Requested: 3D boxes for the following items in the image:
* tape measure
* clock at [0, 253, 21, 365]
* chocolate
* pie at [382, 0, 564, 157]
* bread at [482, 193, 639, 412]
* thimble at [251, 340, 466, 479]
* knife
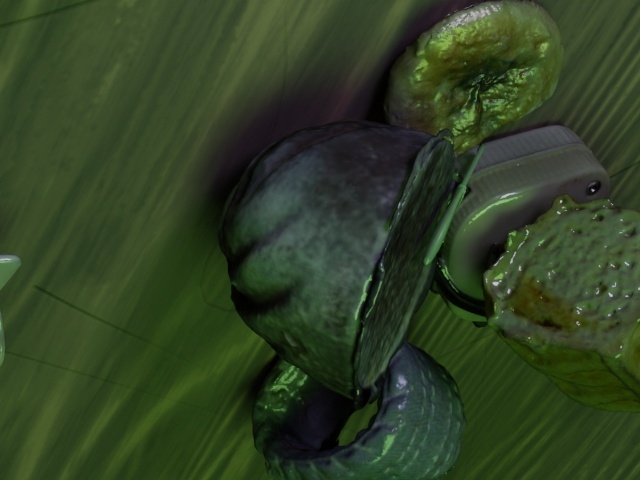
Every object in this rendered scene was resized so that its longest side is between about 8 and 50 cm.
[{"bbox_3d":[0.222,0.016,1.716,0.231,0.133,0.271,-18,138,-14],"label":"tape measure"},{"bbox_3d":[-0.453,0.092,1.435,0.324,0.109,0.265,-43,134,12],"label":"clock"},{"bbox_3d":[0.000,0.000,1.502,0.303,0.213,0.303,18,90,-75],"label":"chocolate"},{"bbox_3d":[0.161,-0.181,1.555,0.218,0.052,0.185,-32,137,2],"label":"pie"},{"bbox_3d":[0.330,0.077,1.618,0.238,0.196,0.252,6,157,25],"label":"bread"},{"bbox_3d":[0.049,0.221,1.753,0.236,0.205,0.172,-39,138,14],"label":"thimble"},{"bbox_3d":[0.145,-0.040,1.553,0.014,0.207,0.030,25,138,6],"label":"knife"}]
